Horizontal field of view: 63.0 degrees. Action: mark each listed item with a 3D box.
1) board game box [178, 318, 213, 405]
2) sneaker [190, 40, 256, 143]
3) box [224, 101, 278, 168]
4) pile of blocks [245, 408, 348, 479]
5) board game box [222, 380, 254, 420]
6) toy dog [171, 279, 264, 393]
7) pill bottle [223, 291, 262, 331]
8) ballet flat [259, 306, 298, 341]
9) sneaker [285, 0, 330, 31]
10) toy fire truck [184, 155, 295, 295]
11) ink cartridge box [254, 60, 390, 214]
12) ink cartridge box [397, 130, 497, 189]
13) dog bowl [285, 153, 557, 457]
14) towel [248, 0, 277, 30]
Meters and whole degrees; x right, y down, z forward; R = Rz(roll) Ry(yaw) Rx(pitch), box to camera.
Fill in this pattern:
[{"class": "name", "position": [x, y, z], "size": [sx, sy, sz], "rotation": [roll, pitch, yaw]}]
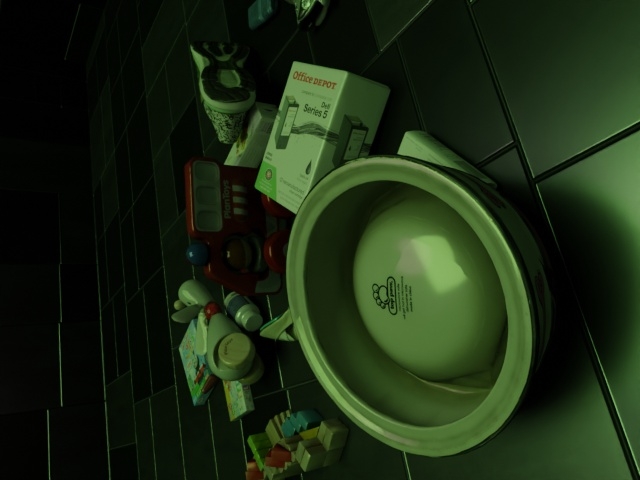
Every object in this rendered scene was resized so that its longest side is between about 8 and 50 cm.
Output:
[{"class": "board game box", "position": [-0.378, 0.375, 1.616], "size": [0.160, 0.039, 0.211], "rotation": [-59, 44, 35]}, {"class": "sneaker", "position": [-0.263, -0.395, 1.368], "size": [0.410, 0.158, 0.182], "rotation": [-103, 21, -48]}, {"class": "box", "position": [-0.199, -0.216, 1.367], "size": [0.324, 0.067, 0.063], "rotation": [-54, 46, 40]}, {"class": "pile of blocks", "position": [-0.086, 0.444, 1.134], "size": [0.362, 0.113, 0.148], "rotation": [-45, 53, 44]}, {"class": "board game box", "position": [-0.226, 0.395, 1.409], "size": [0.103, 0.026, 0.154], "rotation": [-45, 53, 44]}, {"class": "toy dog", "position": [-0.281, 0.253, 1.306], "size": [0.334, 0.161, 0.220], "rotation": [32, 153, 51]}, {"class": "pill bottle", "position": [-0.196, 0.184, 1.341], "size": [0.120, 0.067, 0.067], "rotation": [35, 116, 51]}, {"class": "ballet flat", "position": [-0.052, 0.174, 1.135], "size": [0.248, 0.086, 0.086], "rotation": [-46, 53, 43]}, {"class": "sneaker", "position": [-0.054, -0.529, 1.161], "size": [0.229, 0.086, 0.132], "rotation": [14, 102, 53]}, {"class": "toy fire truck", "position": [-0.181, -0.026, 1.167], "size": [0.169, 0.254, 0.301], "rotation": [-12, 79, 54]}, {"class": "ink cartridge box", "position": [-0.004, -0.194, 1.024], "size": [0.198, 0.115, 0.272], "rotation": [34, 110, 50]}, {"class": "ink cartridge box", "position": [0.168, -0.041, 0.857], "size": [0.181, 0.056, 0.224], "rotation": [51, 136, 43]}, {"class": "dog bowl", "position": [0.137, 0.077, 0.742], "size": [0.408, 0.151, 0.407], "rotation": [14, 110, 44]}, {"class": "towel", "position": [-0.146, -0.592, 1.341], "size": [0.120, 0.029, 0.067], "rotation": [-7, 82, 54]}]
